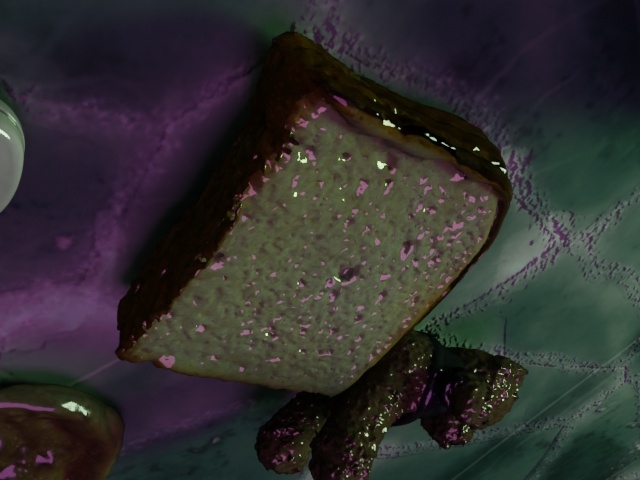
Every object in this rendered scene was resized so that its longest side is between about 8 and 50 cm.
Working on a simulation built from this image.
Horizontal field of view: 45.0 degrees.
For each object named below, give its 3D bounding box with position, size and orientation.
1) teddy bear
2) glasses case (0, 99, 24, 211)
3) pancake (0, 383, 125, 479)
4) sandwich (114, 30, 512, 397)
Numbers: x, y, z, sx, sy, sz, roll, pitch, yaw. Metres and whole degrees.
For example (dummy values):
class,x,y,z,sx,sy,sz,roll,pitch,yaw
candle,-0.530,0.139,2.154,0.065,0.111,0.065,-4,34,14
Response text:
class,x,y,z,sx,sy,sz,roll,pitch,yaw
teddy bear,0.073,0.139,0.702,0.251,0.182,0.129,-7,95,-31
glasses case,-0.276,-0.059,0.398,0.233,0.059,0.092,12,126,-34
pancake,-0.279,0.202,0.652,0.236,0.042,0.222,-32,134,6
sandwich,0.000,-0.001,0.559,0.226,0.087,0.251,18,124,-34
